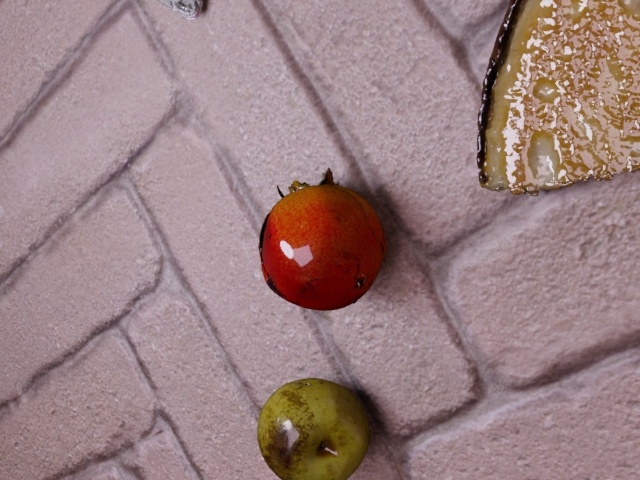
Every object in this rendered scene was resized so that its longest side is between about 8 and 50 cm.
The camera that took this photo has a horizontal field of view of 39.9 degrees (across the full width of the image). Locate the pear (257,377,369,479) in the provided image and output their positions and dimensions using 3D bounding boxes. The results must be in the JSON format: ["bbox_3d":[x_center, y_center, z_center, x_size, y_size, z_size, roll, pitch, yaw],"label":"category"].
[{"bbox_3d":[-0.016,0.334,1.547,0.197,0.197,0.198,11,109,34],"label":"pear"}]

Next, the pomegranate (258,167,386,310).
[{"bbox_3d":[0.000,0.000,1.431,0.210,0.210,0.235,-34,55,38],"label":"pomegranate"}]

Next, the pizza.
[{"bbox_3d":[0.373,-0.266,1.154,0.434,0.080,0.392,-8,99,36],"label":"pizza"}]

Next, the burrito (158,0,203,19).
[{"bbox_3d":[-0.289,-0.463,1.601,0.203,0.064,0.064,38,122,24],"label":"burrito"}]
